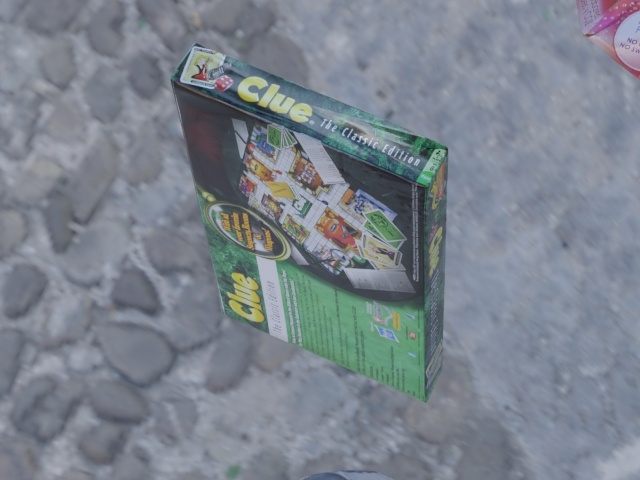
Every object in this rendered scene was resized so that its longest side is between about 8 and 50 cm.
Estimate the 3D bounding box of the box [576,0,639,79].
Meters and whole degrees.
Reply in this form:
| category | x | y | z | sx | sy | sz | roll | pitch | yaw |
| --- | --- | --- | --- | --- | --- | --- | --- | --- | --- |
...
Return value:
| category | x | y | z | sx | sy | sz | roll | pitch | yaw |
| --- | --- | --- | --- | --- | --- | --- | --- | --- | --- |
| box | 0.201 | -0.161 | 0.877 | 0.122 | 0.128 | 0.257 | -45 | 21 | 28 |

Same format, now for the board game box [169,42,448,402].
| category | x | y | z | sx | sy | sz | roll | pitch | yaw |
| --- | --- | --- | --- | --- | --- | --- | --- | --- | --- |
| board game box | 0.000 | 0.000 | 0.957 | 0.136 | 0.260 | 0.030 | 21 | 66 | 13 |

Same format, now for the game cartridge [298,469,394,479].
| category | x | y | z | sx | sy | sz | roll | pitch | yaw |
| --- | --- | --- | --- | --- | --- | --- | --- | --- | --- |
| game cartridge | 0.061 | 0.117 | 0.312 | 0.196 | 0.294 | 0.060 | 29 | 91 | -1 |
